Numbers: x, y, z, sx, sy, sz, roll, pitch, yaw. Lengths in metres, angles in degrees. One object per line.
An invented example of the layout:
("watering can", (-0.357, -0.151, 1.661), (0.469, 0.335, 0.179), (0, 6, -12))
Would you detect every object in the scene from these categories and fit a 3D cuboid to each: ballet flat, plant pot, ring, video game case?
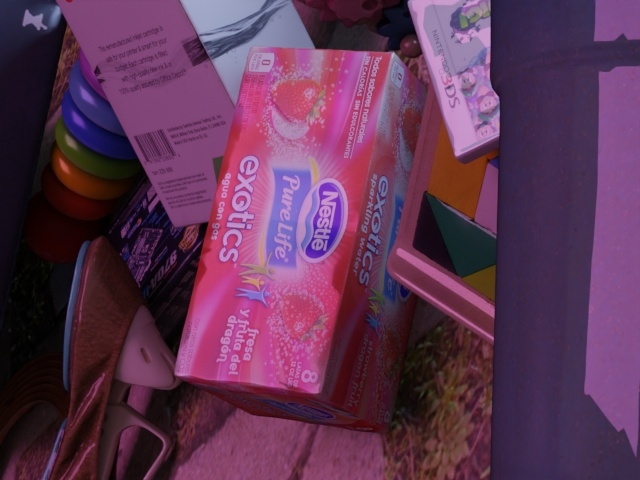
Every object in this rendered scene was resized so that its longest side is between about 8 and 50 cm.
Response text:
("ballet flat", (-0.207, 0.171, 1.936), (0.116, 0.124, 0.342), (0, -78, -79))
("plant pot", (0.246, 0.002, 1.160), (0.341, 0.341, 0.334), (-4, 78, 57))
("ring", (-0.328, 0.288, 2.146), (0.336, 0.032, 0.336), (-36, 44, 44))
("video game case", (0.150, -0.150, 1.405), (0.157, 0.019, 0.143), (-26, 62, 22))

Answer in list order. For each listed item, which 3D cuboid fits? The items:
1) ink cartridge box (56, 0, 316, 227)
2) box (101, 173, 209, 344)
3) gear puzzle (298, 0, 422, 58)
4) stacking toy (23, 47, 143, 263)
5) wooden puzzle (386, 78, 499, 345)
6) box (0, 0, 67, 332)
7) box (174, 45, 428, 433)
("ink cartridge box", (-0.112, -0.172, 1.829), (0.121, 0.289, 0.211), (-35, 15, -31))
("box", (-0.169, 0.014, 2.038), (0.220, 0.051, 0.175), (-51, 35, 27))
("gear puzzle", (0.140, -0.269, 1.600), (0.339, 0.175, 0.044), (-43, 42, 35))
("stacking toy", (-0.237, -0.099, 2.076), (0.330, 0.141, 0.141), (-60, 31, 35))
("wooden puzzle", (0.147, -0.032, 1.444), (0.221, 0.044, 0.238), (34, 122, 36))
("box", (-0.501, -0.015, 2.216), (0.472, 0.297, 0.480), (137, 144, -66))
("box", (0.000, 0.000, 1.645), (0.142, 0.154, 0.300), (5, 74, 27))
